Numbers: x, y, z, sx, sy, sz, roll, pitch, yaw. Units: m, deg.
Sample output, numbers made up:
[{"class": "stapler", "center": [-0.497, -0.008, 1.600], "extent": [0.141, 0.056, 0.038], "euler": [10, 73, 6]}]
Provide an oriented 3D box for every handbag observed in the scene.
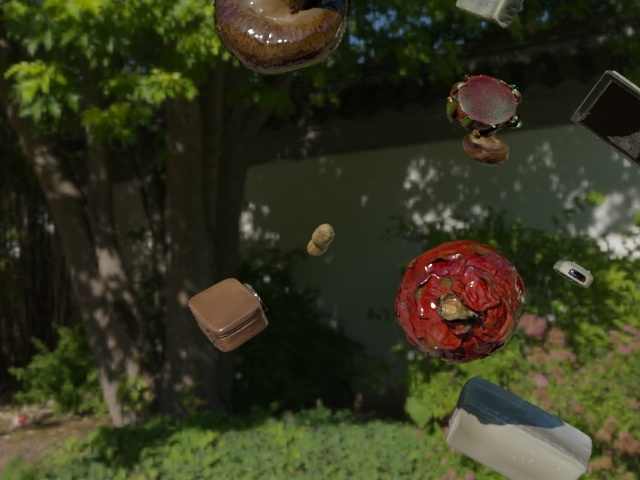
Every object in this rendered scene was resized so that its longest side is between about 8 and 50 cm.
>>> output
[{"class": "handbag", "center": [-0.211, 0.168, 1.988], "extent": [0.151, 0.072, 0.193], "euler": [-29, 29, -15]}]

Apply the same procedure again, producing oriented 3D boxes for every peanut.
[{"class": "peanut", "center": [0.000, 0.000, 2.112], "extent": [0.054, 0.054, 0.113], "euler": [-1, -34, -23]}]

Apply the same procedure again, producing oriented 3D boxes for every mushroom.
[{"class": "mushroom", "center": [-0.077, -0.518, 1.817], "extent": [0.334, 0.331, 0.356], "euler": [9, -2, 9]}, {"class": "mushroom", "center": [0.426, -0.237, 2.211], "extent": [0.109, 0.085, 0.126], "euler": [22, 24, -31]}]

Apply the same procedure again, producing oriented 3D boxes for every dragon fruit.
[{"class": "dragon fruit", "center": [0.322, -0.274, 1.718], "extent": [0.138, 0.142, 0.175], "euler": [-13, 0, -17]}, {"class": "dragon fruit", "center": [0.300, 0.135, 1.855], "extent": [0.277, 0.277, 0.342], "euler": [-2, -3, 4]}]

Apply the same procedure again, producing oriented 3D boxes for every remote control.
[{"class": "remote control", "center": [0.595, 0.075, 2.016], "extent": [0.078, 0.042, 0.221], "euler": [34, 4, 8]}]

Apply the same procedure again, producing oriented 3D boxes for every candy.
[{"class": "candy", "center": [0.499, 0.505, 2.168], "extent": [0.358, 0.145, 0.208], "euler": [27, 18, 13]}]

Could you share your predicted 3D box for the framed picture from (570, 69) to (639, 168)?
[{"class": "framed picture", "center": [0.569, -0.161, 1.427], "extent": [0.296, 0.019, 0.232], "euler": [38, -8, 8]}]

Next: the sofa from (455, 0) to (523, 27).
[{"class": "sofa", "center": [0.454, -0.728, 2.358], "extent": [0.176, 0.225, 0.210], "euler": [4, 25, -38]}]
